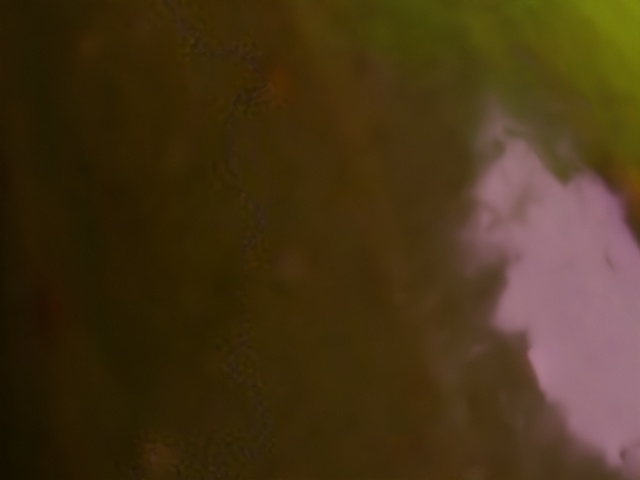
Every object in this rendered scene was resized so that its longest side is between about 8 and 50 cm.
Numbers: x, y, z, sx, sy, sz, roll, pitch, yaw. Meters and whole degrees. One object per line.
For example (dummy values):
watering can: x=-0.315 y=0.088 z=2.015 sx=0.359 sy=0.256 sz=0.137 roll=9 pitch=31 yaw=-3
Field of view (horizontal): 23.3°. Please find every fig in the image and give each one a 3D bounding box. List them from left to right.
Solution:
fig: x=0.000 y=0.000 z=0.437 sx=0.258 sy=0.258 sz=0.326 roll=-46 pitch=117 yaw=-43
